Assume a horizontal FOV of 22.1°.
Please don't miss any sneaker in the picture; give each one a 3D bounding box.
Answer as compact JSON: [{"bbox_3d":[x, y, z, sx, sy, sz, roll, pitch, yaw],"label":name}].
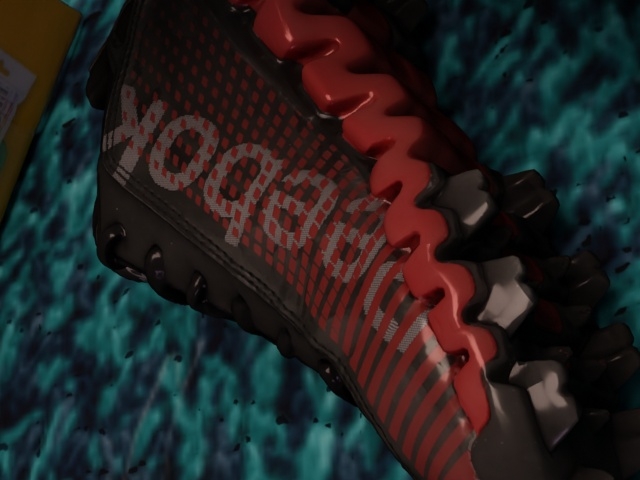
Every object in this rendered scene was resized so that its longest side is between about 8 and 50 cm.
[{"bbox_3d":[0.000,0.000,0.530,0.135,0.097,0.276,-40,54,15],"label":"sneaker"}]

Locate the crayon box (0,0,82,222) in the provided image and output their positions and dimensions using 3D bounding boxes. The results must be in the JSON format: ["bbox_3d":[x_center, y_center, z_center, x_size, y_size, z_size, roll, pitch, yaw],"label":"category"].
[{"bbox_3d":[-0.234,0.019,0.610,0.083,0.203,0.323,15,81,36],"label":"crayon box"}]
